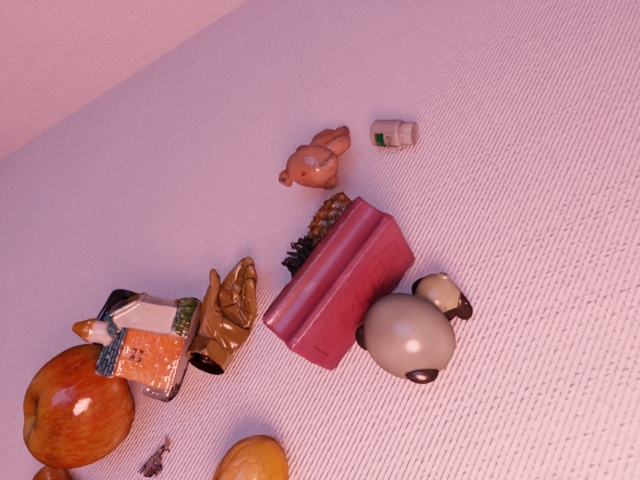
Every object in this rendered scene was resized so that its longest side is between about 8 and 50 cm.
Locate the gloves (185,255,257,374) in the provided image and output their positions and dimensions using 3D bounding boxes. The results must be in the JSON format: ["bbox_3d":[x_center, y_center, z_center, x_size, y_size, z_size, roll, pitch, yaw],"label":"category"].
[{"bbox_3d":[-0.258,0.198,1.118,0.154,0.141,0.331,6,57,18],"label":"gloves"}]

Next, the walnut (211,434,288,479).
[{"bbox_3d":[-0.154,0.526,0.865,0.159,0.159,0.207,17,71,34],"label":"walnut"}]

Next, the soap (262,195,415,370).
[{"bbox_3d":[0.054,0.108,0.946,0.128,0.233,0.360,33,81,36],"label":"soap"}]

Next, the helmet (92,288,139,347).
[{"bbox_3d":[-0.588,0.269,1.254,0.253,0.154,0.199,10,70,50],"label":"helmet"}]

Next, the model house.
[{"bbox_3d":[-0.494,0.262,1.082,0.300,0.190,0.272,16,74,-12],"label":"model house"}]

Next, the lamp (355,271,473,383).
[{"bbox_3d":[0.206,0.181,0.868,0.197,0.198,0.244,26,54,36],"label":"lamp"}]

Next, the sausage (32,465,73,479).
[{"bbox_3d":[-0.685,0.704,1.083,0.270,0.109,0.109,7,67,32],"label":"sausage"}]

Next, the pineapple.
[{"bbox_3d":[0.000,0.000,1.094,0.278,0.158,0.158,-41,52,6],"label":"pineapple"}]

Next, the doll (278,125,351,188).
[{"bbox_3d":[0.015,-0.253,1.259,0.201,0.156,0.303,-8,31,34],"label":"doll"}]

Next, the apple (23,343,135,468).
[{"bbox_3d":[-0.658,0.450,1.081,0.277,0.250,0.310,-23,90,49],"label":"apple"}]

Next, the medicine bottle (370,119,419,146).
[{"bbox_3d":[0.221,-0.319,1.197,0.130,0.080,0.080,12,69,33],"label":"medicine bottle"}]

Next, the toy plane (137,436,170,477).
[{"bbox_3d":[-0.437,0.583,1.064,0.121,0.031,0.049,-52,44,-3],"label":"toy plane"}]
